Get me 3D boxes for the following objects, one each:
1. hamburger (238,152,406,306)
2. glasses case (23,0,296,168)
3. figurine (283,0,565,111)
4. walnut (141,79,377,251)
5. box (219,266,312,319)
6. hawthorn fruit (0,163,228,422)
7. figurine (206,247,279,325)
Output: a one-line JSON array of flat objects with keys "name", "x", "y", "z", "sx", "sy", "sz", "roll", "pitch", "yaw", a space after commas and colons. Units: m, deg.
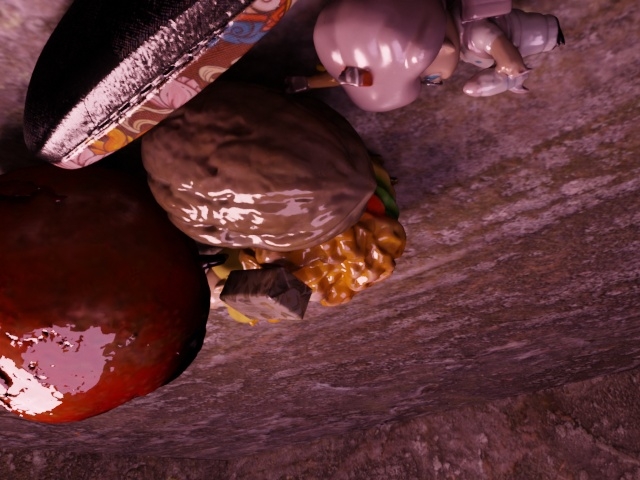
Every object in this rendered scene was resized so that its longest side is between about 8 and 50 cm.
[{"name": "hamburger", "x": 0.000, "y": 0.000, "z": 0.741, "sx": 0.237, "sy": 0.149, "sz": 0.237, "roll": -6, "pitch": 152, "yaw": -3}, {"name": "glasses case", "x": -0.122, "y": -0.160, "z": 0.431, "sx": 0.321, "sy": 0.122, "sz": 0.082, "roll": -26, "pitch": 146, "yaw": 32}, {"name": "figurine", "x": 0.082, "y": -0.166, "z": 0.480, "sx": 0.228, "sy": 0.137, "sz": 0.112, "roll": -7, "pitch": 121, "yaw": -7}, {"name": "walnut", "x": -0.053, "y": -0.066, "z": 0.561, "sx": 0.230, "sy": 0.178, "sz": 0.178, "roll": 11, "pitch": 160, "yaw": 24}, {"name": "box", "x": -0.063, "y": 0.062, "z": 0.671, "sx": 0.098, "sy": 0.045, "sz": 0.062, "roll": -10, "pitch": 141, "yaw": 45}, {"name": "hawthorn fruit", "x": -0.271, "y": 0.062, "z": 0.656, "sx": 0.315, "sy": 0.316, "sz": 0.316, "roll": -5, "pitch": 153, "yaw": -3}, {"name": "figurine", "x": -0.148, "y": 0.061, "z": 0.858, "sx": 0.246, "sy": 0.131, "sz": 0.156, "roll": -1, "pitch": -173, "yaw": -14}]
